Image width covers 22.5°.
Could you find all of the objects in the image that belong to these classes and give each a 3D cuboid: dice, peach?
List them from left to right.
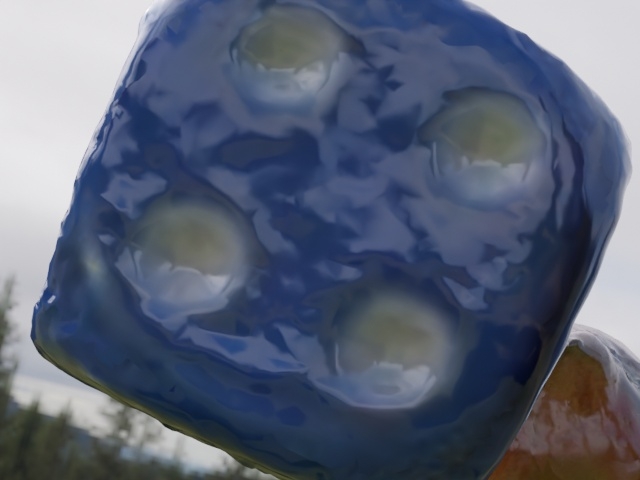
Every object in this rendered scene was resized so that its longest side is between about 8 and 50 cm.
[{"bbox_3d":[0.000,0.000,0.497,0.146,0.146,0.143,26,-6,-1],"label":"dice"},{"bbox_3d":[0.121,0.141,0.999,0.232,0.232,0.257,11,-50,7],"label":"peach"}]
